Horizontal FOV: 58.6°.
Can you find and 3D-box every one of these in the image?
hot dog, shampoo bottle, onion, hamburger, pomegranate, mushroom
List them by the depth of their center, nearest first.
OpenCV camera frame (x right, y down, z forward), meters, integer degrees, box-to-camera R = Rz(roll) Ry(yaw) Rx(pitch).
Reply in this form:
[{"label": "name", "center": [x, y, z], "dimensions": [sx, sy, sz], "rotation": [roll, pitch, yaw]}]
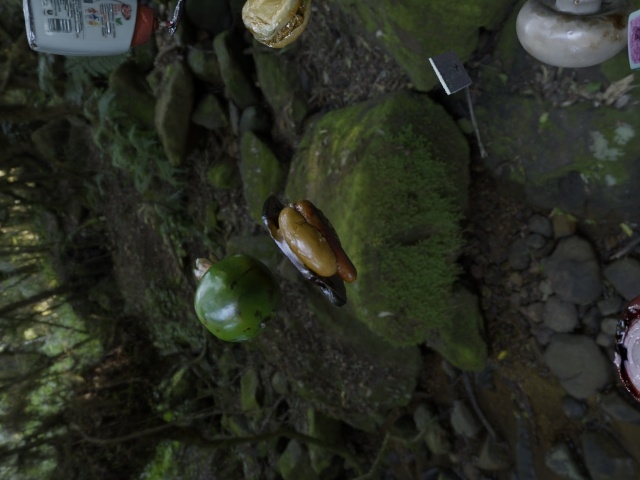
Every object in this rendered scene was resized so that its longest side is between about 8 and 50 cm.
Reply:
[{"label": "shampoo bottle", "center": [-0.395, -0.419, 1.064], "dimensions": [0.071, 0.284, 0.153], "rotation": [14, 107, 55]}, {"label": "hot dog", "center": [-0.002, 0.002, 1.487], "dimensions": [0.326, 0.107, 0.194], "rotation": [44, -150, -23]}, {"label": "onion", "center": [0.946, 0.286, 1.495], "dimensions": [0.341, 0.342, 0.341], "rotation": [164, 90, -73]}, {"label": "pomegranate", "center": [-0.241, 0.128, 1.515], "dimensions": [0.302, 0.236, 0.235], "rotation": [40, 146, 35]}, {"label": "hamburger", "center": [-0.124, -0.651, 1.622], "dimensions": [0.108, 0.214, 0.213], "rotation": [23, -144, -55]}, {"label": "mushroom", "center": [0.824, -0.729, 1.841], "dimensions": [0.294, 0.363, 0.362], "rotation": [82, 162, -44]}]

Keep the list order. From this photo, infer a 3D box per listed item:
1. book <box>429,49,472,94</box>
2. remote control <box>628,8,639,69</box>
[{"label": "book", "center": [0.407, -0.527, 1.777], "dimensions": [0.014, 0.182, 0.127], "rotation": [-27, 95, 43]}, {"label": "remote control", "center": [0.788, -0.468, 1.258], "dimensions": [0.344, 0.050, 0.145], "rotation": [-88, -9, -80]}]
